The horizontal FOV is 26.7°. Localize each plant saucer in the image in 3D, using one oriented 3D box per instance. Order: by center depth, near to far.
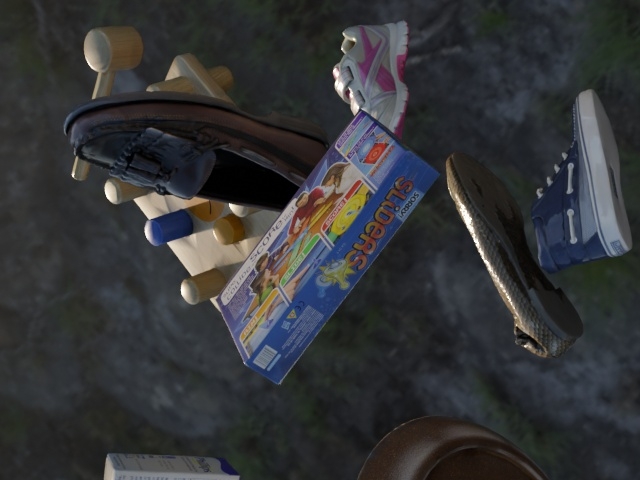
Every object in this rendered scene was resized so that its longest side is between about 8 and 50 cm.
[{"bbox_3d":[0.162,0.317,1.337,0.310,0.310,0.050,51,137,-6],"label":"plant saucer"}]

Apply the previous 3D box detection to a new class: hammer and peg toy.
[{"bbox_3d":[-0.180,-0.107,1.772,0.361,0.127,0.266,50,136,20],"label":"hammer and peg toy"}]

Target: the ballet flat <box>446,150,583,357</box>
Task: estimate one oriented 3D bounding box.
[{"bbox_3d":[0.182,0.014,1.354,0.058,0.084,0.250,-48,54,33],"label":"ballet flat"}]

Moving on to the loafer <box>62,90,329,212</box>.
[{"bbox_3d":[-0.109,-0.081,1.358,0.109,0.302,0.095,-38,57,44],"label":"loafer"}]

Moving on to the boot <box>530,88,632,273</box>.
[{"bbox_3d":[0.243,-0.060,1.309,0.086,0.190,0.069,-18,140,24],"label":"boot"}]

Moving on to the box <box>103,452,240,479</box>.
[{"bbox_3d":[-0.165,0.300,1.449,0.072,0.137,0.126,-161,77,-72],"label":"box"}]

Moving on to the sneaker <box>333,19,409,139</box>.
[{"bbox_3d":[0.073,-0.224,2.032,0.111,0.252,0.103,4,145,-2],"label":"sneaker"}]

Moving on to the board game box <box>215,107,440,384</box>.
[{"bbox_3d":[0.000,0.000,1.055,0.035,0.201,0.136,34,-172,-22],"label":"board game box"}]
